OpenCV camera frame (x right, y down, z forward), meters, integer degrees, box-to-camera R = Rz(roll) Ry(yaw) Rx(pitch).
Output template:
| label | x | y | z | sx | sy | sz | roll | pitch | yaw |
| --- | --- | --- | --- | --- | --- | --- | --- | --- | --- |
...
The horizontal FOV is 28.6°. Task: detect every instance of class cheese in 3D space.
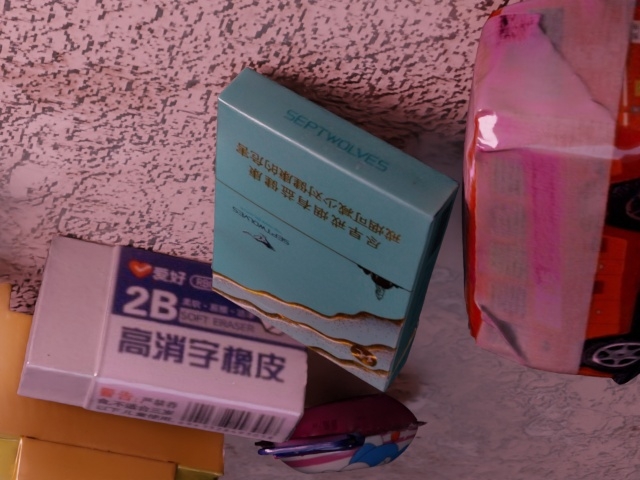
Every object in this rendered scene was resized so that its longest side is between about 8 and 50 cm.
| label | x | y | z | sx | sy | sz | roll | pitch | yaw |
| --- | --- | --- | --- | --- | --- | --- | --- | --- | --- |
| cheese | 0.012 | 0.171 | 1.088 | 0.155 | 0.062 | 0.244 | -9 | 175 | 11 |

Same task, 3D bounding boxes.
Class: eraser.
| label | x | y | z | sx | sy | sz | roll | pitch | yaw |
| --- | --- | --- | --- | --- | --- | --- | --- | --- | --- |
| eraser | -0.116 | 0.077 | 0.973 | 0.210 | 0.124 | 0.068 | 13 | 144 | -13 |

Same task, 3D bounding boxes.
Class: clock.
| label | x | y | z | sx | sy | sz | roll | pitch | yaw |
| --- | --- | --- | --- | --- | --- | --- | --- | --- | --- |
| clock | -0.243 | 0.191 | 1.094 | 0.244 | 0.200 | 0.317 | 18 | 151 | -24 |

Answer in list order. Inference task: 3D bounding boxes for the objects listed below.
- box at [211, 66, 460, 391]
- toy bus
| label | x | y | z | sx | sy | sz | roll | pitch | yaw |
| --- | --- | --- | --- | --- | --- | --- | --- | --- | --- |
| box | 0.000 | 0.000 | 0.868 | 0.162 | 0.041 | 0.229 | 30 | 148 | 14 |
| toy bus | 0.166 | -0.023 | 0.818 | 0.147 | 0.127 | 0.302 | 4 | 147 | 7 |
